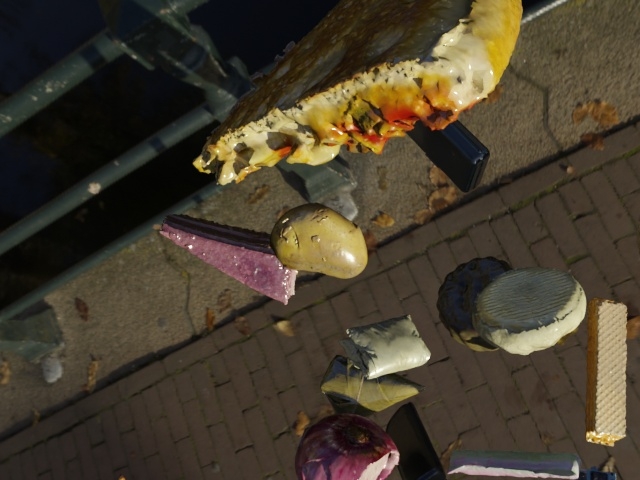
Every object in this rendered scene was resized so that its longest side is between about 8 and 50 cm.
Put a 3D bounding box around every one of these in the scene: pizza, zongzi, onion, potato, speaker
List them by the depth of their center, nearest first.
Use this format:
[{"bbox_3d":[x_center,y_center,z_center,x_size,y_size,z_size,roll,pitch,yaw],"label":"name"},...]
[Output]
[{"bbox_3d":[0.030,-0.182,0.670,0.406,0.130,0.439,-30,29,27],"label":"pizza"},{"bbox_3d":[0.000,0.000,1.031,0.176,0.137,0.137,15,85,-8],"label":"potato"},{"bbox_3d":[0.044,0.440,1.185,0.207,0.200,0.200,-36,69,-24],"label":"onion"},{"bbox_3d":[0.169,0.468,1.705,0.300,0.273,0.145,5,51,20],"label":"zongzi"},{"bbox_3d":[0.271,0.687,1.770,0.184,0.388,0.180,-23,108,2],"label":"speaker"}]

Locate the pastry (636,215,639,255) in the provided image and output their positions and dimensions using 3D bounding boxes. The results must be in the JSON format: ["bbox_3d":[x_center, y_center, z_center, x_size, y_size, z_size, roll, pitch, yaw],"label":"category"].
[{"bbox_3d":[0.725,0.022,0.944,0.313,0.388,0.388,-31,73,13],"label":"pastry"}]

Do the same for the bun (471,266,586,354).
[{"bbox_3d":[0.547,0.190,1.525,0.288,0.287,0.146,-19,119,15],"label":"bun"}]

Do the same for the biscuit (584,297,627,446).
[{"bbox_3d":[0.751,0.340,1.539,0.094,0.054,0.378,13,72,-7],"label":"biscuit"}]

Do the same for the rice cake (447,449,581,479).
[{"bbox_3d":[0.423,0.505,1.298,0.291,0.081,0.051,-9,102,26],"label":"rice cake"}]

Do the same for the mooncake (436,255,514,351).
[{"bbox_3d":[0.501,0.191,1.807,0.291,0.161,0.290,-23,47,28],"label":"mooncake"}]

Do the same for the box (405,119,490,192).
[{"bbox_3d":[0.262,-0.219,1.252,0.050,0.160,0.230,-37,70,-8],"label":"box"}]

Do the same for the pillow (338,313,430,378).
[{"bbox_3d":[0.154,0.244,1.342,0.182,0.077,0.134,-11,43,-24],"label":"pillow"}]

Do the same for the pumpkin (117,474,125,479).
[{"bbox_3d":[-0.470,0.710,1.332,0.278,0.163,0.111,55,138,16],"label":"pumpkin"}]

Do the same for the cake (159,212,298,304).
[{"bbox_3d":[-0.165,0.012,1.134,0.295,0.116,0.112,25,104,-6],"label":"cake"}]

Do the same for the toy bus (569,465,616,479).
[{"bbox_3d":[0.779,0.766,1.679,0.131,0.297,0.106,4,45,23],"label":"toy bus"}]
